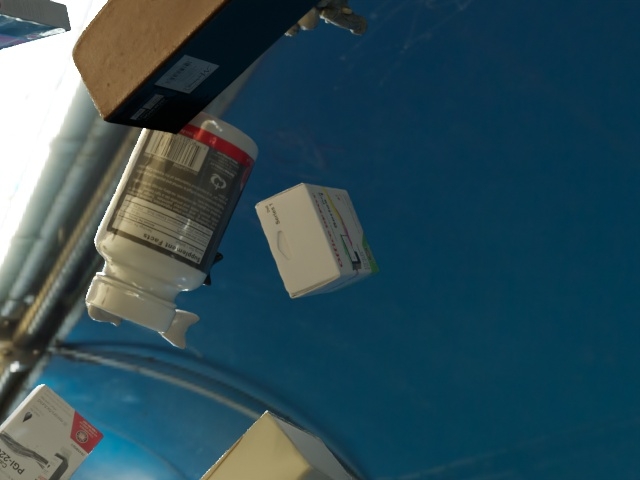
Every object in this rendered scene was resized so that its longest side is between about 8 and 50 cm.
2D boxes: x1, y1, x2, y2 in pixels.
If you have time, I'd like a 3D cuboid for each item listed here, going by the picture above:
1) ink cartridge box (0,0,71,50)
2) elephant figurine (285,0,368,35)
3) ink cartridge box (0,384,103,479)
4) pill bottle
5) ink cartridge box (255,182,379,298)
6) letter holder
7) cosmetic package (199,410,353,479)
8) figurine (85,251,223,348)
[{"bbox_3d":[-0.622,-0.411,1.626,0.371,0.175,0.069,-17,96,-76],"label":"ink cartridge box"},{"bbox_3d":[-0.010,-0.504,1.800,0.169,0.239,0.186,26,-57,22],"label":"elephant figurine"},{"bbox_3d":[-0.540,0.402,1.668,0.218,0.158,0.092,-52,-167,-31],"label":"ink cartridge box"},{"bbox_3d":[-0.230,-0.031,1.346,0.176,0.176,0.318,9,-105,62],"label":"pill bottle"},{"bbox_3d":[0.000,0.000,1.842,0.117,0.278,0.201,-24,-98,18],"label":"ink cartridge box"},{"bbox_3d":[-0.184,-0.321,1.173,0.302,0.152,0.214,-38,-107,23],"label":"letter holder"},{"bbox_3d":[-0.112,0.389,1.183,0.309,0.160,0.113,-46,-128,0],"label":"cosmetic package"},{"bbox_3d":[-0.308,0.080,1.683,0.092,0.209,0.215,-15,-126,65],"label":"figurine"}]
